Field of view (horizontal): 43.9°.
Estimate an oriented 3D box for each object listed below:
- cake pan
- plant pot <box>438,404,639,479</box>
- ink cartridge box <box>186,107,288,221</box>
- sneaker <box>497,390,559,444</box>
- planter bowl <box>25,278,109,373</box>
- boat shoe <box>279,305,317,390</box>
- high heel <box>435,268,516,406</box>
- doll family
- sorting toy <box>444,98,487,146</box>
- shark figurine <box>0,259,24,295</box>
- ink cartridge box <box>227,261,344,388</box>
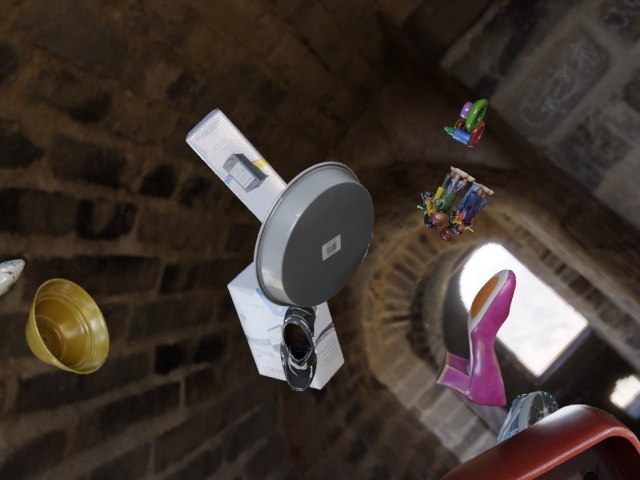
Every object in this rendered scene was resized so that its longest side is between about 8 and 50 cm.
[{"bbox_3d":[0.000,0.000,1.478,0.293,0.054,0.293,-30,-46,-37],"label":"cake pan"},{"bbox_3d":[0.251,0.326,0.836,0.267,0.267,0.236,-33,0,12],"label":"plant pot"},{"bbox_3d":[-0.229,-0.215,2.222,0.131,0.306,0.226,-43,15,0],"label":"ink cartridge box"},{"bbox_3d":[0.452,0.481,1.800,0.283,0.110,0.122,-65,16,-18],"label":"sneaker"},{"bbox_3d":[-0.560,0.197,1.695,0.090,0.217,0.217,-25,-4,20],"label":"planter bowl"},{"bbox_3d":[-0.050,0.233,1.657,0.079,0.083,0.233,-77,-9,-55],"label":"boat shoe"},{"bbox_3d":[0.267,0.151,1.179,0.082,0.117,0.244,-69,-1,-60],"label":"high heel"},{"bbox_3d":[0.217,-0.052,1.289,0.193,0.076,0.111,22,-79,-49],"label":"doll family"},{"bbox_3d":[0.214,-0.175,1.177,0.061,0.042,0.102,-55,-20,-15],"label":"sorting toy"},{"bbox_3d":[-0.709,0.078,1.455,0.278,0.116,0.166,18,-87,-43],"label":"shark figurine"},{"bbox_3d":[-0.089,0.225,2.119,0.129,0.223,0.308,-44,-51,-41],"label":"ink cartridge box"}]
